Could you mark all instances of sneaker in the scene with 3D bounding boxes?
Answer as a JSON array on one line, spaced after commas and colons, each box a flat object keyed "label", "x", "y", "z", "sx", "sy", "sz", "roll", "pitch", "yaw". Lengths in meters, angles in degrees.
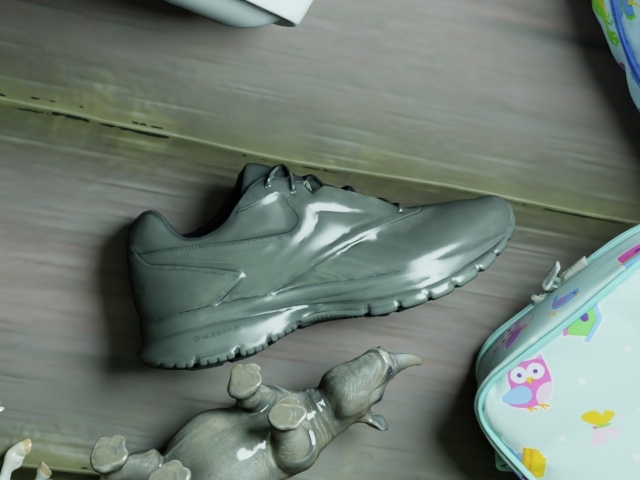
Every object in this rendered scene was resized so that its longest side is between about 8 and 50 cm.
[{"label": "sneaker", "x": 0.000, "y": 0.000, "z": 1.043, "sx": 0.286, "sy": 0.109, "sz": 0.130, "roll": -15, "pitch": 90, "yaw": -15}]

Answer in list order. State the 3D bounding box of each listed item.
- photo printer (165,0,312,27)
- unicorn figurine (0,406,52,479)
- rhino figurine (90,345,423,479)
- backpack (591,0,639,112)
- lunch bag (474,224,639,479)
[{"label": "photo printer", "x": -0.067, "y": -0.273, "z": 0.927, "sx": 0.107, "sy": 0.307, "sz": 0.256, "roll": 15, "pitch": 91, "yaw": 26}, {"label": "unicorn figurine", "x": -0.256, "y": 0.148, "z": 1.004, "sx": 0.111, "sy": 0.060, "sz": 0.162, "roll": -35, "pitch": 100, "yaw": -11}, {"label": "rhino figurine", "x": -0.036, "y": 0.133, "z": 1.044, "sx": 0.243, "sy": 0.106, "sz": 0.073, "roll": -25, "pitch": 59, "yaw": -13}, {"label": "backpack", "x": 0.355, "y": -0.149, "z": 1.065, "sx": 0.290, "sy": 0.273, "sz": 0.355, "roll": -36, "pitch": 88, "yaw": -1}, {"label": "lunch bag", "x": 0.252, "y": 0.132, "z": 1.080, "sx": 0.224, "sy": 0.108, "sz": 0.279, "roll": -40, "pitch": 100, "yaw": 21}]
